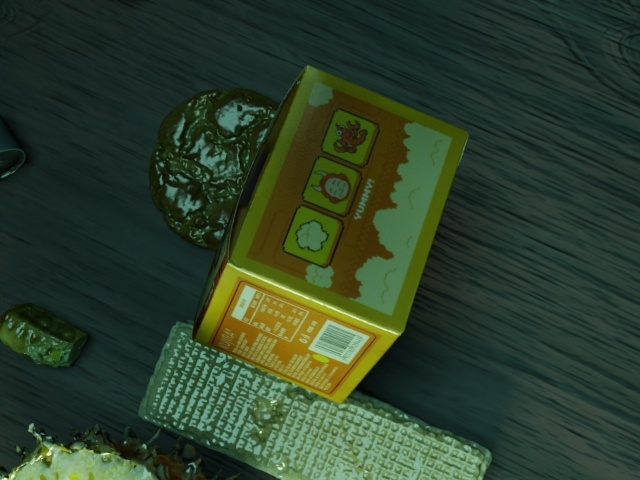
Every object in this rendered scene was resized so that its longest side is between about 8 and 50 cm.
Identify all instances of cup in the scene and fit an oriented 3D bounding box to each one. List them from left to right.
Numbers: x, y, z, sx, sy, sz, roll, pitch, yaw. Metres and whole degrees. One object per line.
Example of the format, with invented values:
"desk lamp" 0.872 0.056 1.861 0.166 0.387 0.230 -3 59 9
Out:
"cup" -0.443 -0.119 1.834 0.100 0.078 0.077 -43 70 32

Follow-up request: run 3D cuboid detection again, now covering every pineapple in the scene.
"pineapple" -0.236 0.371 1.604 0.352 0.300 0.353 -1 82 8

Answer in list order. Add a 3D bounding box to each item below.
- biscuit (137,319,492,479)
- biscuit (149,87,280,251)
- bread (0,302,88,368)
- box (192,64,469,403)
"biscuit" -0.010 0.230 1.703 0.426 0.078 0.144 21 84 11
"biscuit" -0.116 -0.090 1.789 0.225 0.042 0.226 -1 82 8
"bread" -0.359 0.121 1.786 0.110 0.060 0.066 26 71 11
"box" 0.000 0.000 1.583 0.213 0.283 0.260 21 66 -5
